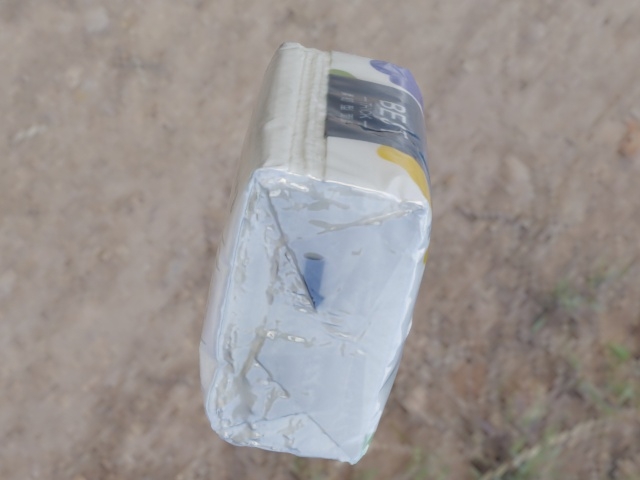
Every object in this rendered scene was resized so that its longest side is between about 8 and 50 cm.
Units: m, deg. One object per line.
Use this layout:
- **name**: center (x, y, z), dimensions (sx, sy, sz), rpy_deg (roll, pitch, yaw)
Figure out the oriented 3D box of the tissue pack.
- **tissue pack**: center (0.000, 0.000, 0.354), dimensions (0.083, 0.042, 0.062), rpy_deg (-83, -174, -68)
